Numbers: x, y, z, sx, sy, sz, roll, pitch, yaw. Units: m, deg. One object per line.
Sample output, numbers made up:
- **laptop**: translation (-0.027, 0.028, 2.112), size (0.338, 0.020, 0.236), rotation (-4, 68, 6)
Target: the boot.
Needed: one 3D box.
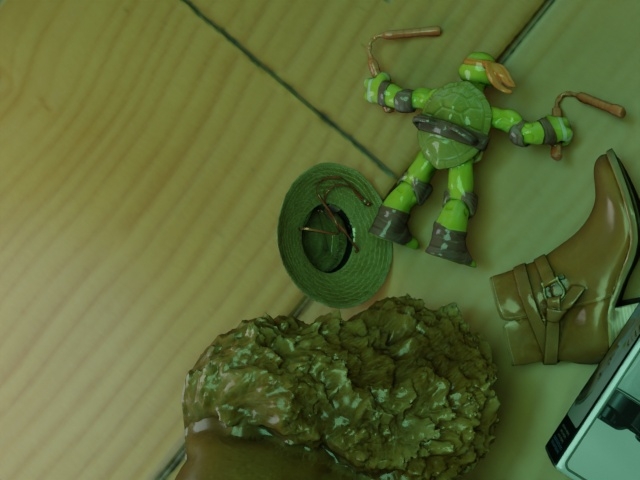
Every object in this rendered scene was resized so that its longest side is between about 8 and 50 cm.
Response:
- **boot**: translation (0.233, 0.020, 1.863), size (0.152, 0.073, 0.197), rotation (-11, 82, 17)

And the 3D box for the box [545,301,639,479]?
- **box**: translation (0.351, 0.121, 1.783), size (0.169, 0.087, 0.290), rotation (33, 96, -4)

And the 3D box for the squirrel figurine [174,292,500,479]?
- **squirrel figurine**: translation (0.058, 0.246, 1.805), size (0.370, 0.281, 0.397), rotation (5, 89, 12)

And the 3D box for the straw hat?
- **straw hat**: translation (0.000, 0.000, 1.945), size (0.061, 0.144, 0.144), rotation (-17, 78, 55)

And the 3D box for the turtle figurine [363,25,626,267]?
- **turtle figurine**: translation (0.140, -0.089, 1.896), size (0.269, 0.087, 0.217), rotation (18, 91, 19)
